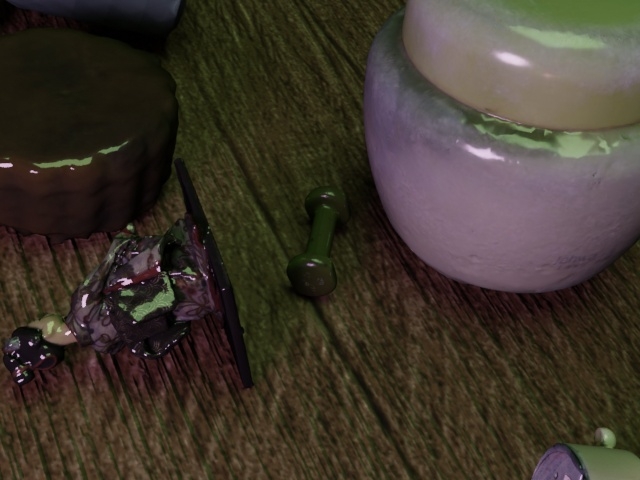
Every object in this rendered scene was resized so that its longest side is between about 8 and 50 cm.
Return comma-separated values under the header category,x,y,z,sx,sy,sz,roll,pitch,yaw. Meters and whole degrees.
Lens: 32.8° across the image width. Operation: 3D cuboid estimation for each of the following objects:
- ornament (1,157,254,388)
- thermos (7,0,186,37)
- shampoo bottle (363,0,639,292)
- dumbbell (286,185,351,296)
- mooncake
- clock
category,x,y,z,sx,sy,sz,roll,pitch,yaw
ornament,-0.176,0.053,0.922,0.196,0.166,0.153,-19,52,-11
thermos,-0.295,-0.319,1.216,0.286,0.182,0.145,9,80,-18
shampoo bottle,0.202,-0.122,1.061,0.322,0.317,0.322,2,40,-1
dumbbell,0.000,0.000,1.063,0.046,0.052,0.118,-6,42,18
mooncake,-0.251,-0.102,1.049,0.228,0.124,0.228,4,47,-4
clock,0.198,0.229,0.823,0.063,0.156,0.229,6,13,-9
